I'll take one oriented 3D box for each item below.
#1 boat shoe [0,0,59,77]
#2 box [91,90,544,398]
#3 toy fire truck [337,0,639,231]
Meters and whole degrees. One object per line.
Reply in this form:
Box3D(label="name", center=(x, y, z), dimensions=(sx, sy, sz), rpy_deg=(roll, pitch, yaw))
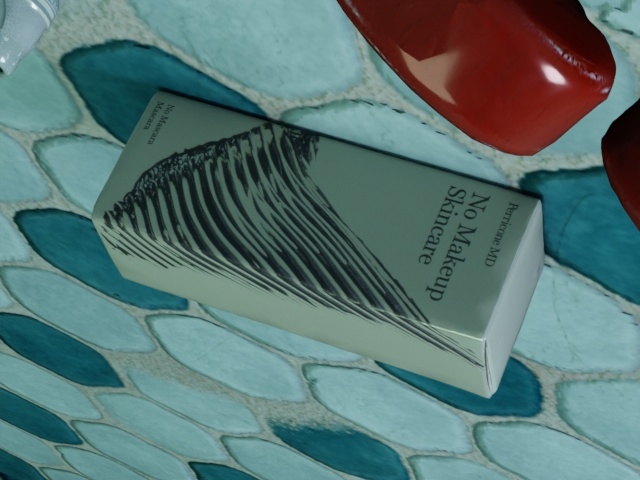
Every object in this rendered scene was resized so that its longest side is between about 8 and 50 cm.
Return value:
Box3D(label="boat shoe", center=(-0.274, -0.147, 1.043), dimensions=(0.227, 0.081, 0.079), rpy_deg=(10, 154, 30))
Box3D(label="box", center=(0.000, 0.000, 1.060), dimensions=(0.275, 0.113, 0.094), rpy_deg=(15, 155, 17))
Box3D(label="toy fire truck", center=(0.129, -0.123, 0.537), dimensions=(0.302, 0.254, 0.169), rpy_deg=(35, 117, -26))
